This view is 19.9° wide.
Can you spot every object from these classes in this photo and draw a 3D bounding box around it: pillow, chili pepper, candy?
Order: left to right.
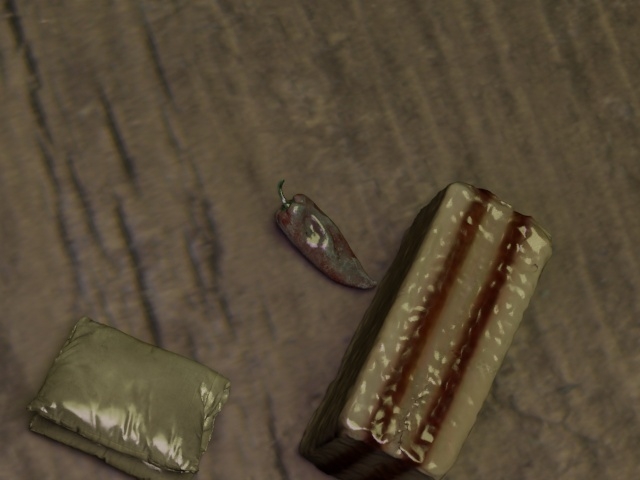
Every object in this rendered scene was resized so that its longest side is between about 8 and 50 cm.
[{"bbox_3d":[-0.190,0.162,1.822,0.181,0.078,0.134,24,62,-4],"label":"pillow"},{"bbox_3d":[0.000,0.000,1.963,0.050,0.041,0.153,-44,103,-6],"label":"chili pepper"},{"bbox_3d":[0.111,0.107,1.878,0.135,0.179,0.321,28,64,-4],"label":"candy"}]
